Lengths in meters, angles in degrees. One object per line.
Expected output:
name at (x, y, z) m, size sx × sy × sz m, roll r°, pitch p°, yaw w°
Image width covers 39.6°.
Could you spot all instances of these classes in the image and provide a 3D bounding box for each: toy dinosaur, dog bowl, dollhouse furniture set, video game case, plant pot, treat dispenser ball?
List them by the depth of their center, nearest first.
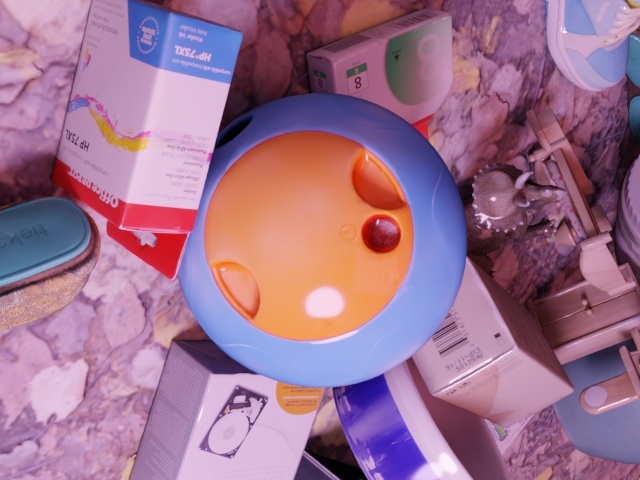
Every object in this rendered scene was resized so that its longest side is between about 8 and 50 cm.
treat dispenser ball at (0.000, 0.000, 0.877) m, size 0.288 × 0.288 × 0.288 m, roll -20°, pitch 123°, yaw -34°
dog bowl at (0.131, 0.244, 1.130) m, size 0.104 × 0.265 × 0.265 m, roll -34°, pitch 137°, yaw 14°
toy dinosaur at (0.212, -0.004, 1.211) m, size 0.160 × 0.121 × 0.313 m, roll 6°, pitch 138°, yaw -41°
dollhouse furniture set at (0.345, 0.048, 1.269) m, size 0.174 × 0.303 × 0.355 m, roll -26°, pitch 136°, yaw 18°
video game case at (0.312, 0.283, 1.499) m, size 0.143 × 0.019 × 0.157 m, roll -47°, pitch 134°, yaw -15°
plant pot at (0.503, 0.260, 1.513) m, size 0.195 × 0.290 × 0.290 m, roll -28°, pitch 139°, yaw 19°

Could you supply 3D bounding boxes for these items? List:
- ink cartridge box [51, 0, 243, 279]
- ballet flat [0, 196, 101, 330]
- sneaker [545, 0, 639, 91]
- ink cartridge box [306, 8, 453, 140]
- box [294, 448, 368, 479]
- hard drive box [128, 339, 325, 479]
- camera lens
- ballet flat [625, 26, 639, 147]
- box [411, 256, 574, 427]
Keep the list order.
ink cartridge box at (-0.164, -0.093, 0.792) m, size 0.078 × 0.134 × 0.231 m, roll 4°, pitch 107°, yaw -44°
ballet flat at (-0.349, 0.054, 0.727) m, size 0.349 × 0.123 × 0.123 m, roll -18°, pitch 122°, yaw -33°
sneaker at (0.402, -0.306, 1.146) m, size 0.127 × 0.208 × 0.319 m, roll -45°, pitch 134°, yaw -18°
ink cartridge box at (0.079, -0.140, 1.050) m, size 0.181 × 0.056 × 0.224 m, roll -28°, pitch 126°, yaw -29°
box at (0.019, 0.527, 1.218) m, size 0.293 × 0.212 × 0.395 m, roll 32°, pitch 87°, yaw -47°
hard drive box at (-0.112, 0.240, 1.042) m, size 0.181 × 0.089 × 0.232 m, roll 7°, pitch 106°, yaw -43°
camera lens at (0.580, -0.030, 1.400) m, size 0.219 × 0.219 × 0.274 m, roll -53°, pitch 155°, yaw -8°
ballet flat at (0.522, -0.249, 1.371) m, size 0.096 × 0.095 × 0.280 m, roll -54°, pitch 137°, yaw -21°
box at (0.222, 0.144, 1.187) m, size 0.121 × 0.148 × 0.311 m, roll -34°, pitch 148°, yaw 14°
